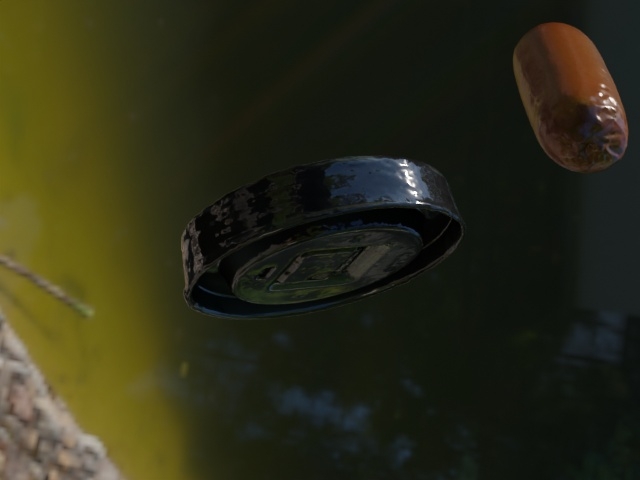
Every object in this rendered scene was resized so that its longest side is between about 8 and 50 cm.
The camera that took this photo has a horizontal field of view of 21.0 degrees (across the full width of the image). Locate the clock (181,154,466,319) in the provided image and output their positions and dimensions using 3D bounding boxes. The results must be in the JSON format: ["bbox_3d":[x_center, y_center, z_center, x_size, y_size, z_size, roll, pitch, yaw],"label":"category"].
[{"bbox_3d":[0.000,0.000,1.100,0.184,0.184,0.040,30,42,-64],"label":"clock"}]

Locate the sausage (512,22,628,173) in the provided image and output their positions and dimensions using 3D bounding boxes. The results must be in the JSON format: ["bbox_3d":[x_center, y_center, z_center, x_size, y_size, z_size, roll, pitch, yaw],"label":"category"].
[{"bbox_3d":[0.199,-0.114,1.376,0.197,0.076,0.076,-96,179,-62],"label":"sausage"}]
